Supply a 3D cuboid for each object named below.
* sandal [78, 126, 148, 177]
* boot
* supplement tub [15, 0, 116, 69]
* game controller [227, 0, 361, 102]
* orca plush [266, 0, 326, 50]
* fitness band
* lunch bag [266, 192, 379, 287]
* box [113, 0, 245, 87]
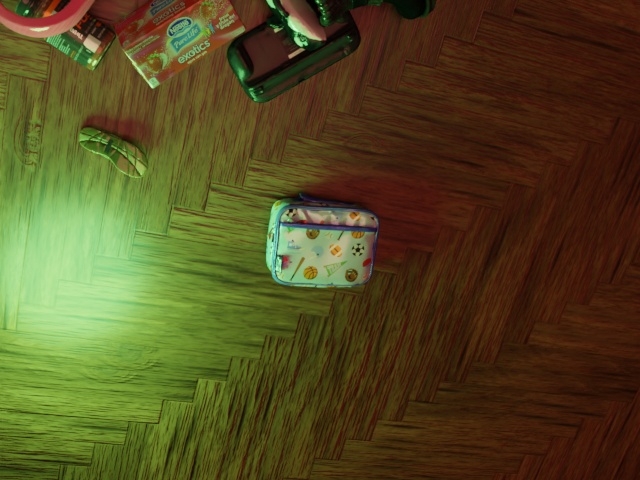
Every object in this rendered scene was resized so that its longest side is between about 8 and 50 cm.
[{"bbox_3d":[-0.498,-0.219,1.628,0.180,0.049,0.072,29,97,-7],"label":"sandal"},{"bbox_3d":[0.109,-0.559,1.517,0.260,0.131,0.348,-37,157,7],"label":"boot"},{"bbox_3d":[-0.563,-0.472,1.476,0.198,0.106,0.106,32,101,-23],"label":"supplement tub"},{"bbox_3d":[-0.063,-0.472,1.628,0.319,0.067,0.166,-30,100,-1],"label":"game controller"},{"bbox_3d":[-0.107,-0.537,1.537,0.287,0.151,0.102,45,125,-8],"label":"orca plush"},{"bbox_3d":[-0.571,-0.561,1.402,0.209,0.054,0.290,27,72,-5],"label":"fitness band"},{"bbox_3d":[0.000,0.000,1.795,0.304,0.115,0.243,3,108,-16],"label":"lunch bag"},{"bbox_3d":[-0.318,-0.478,1.501,0.257,0.128,0.122,-32,139,1],"label":"box"}]
